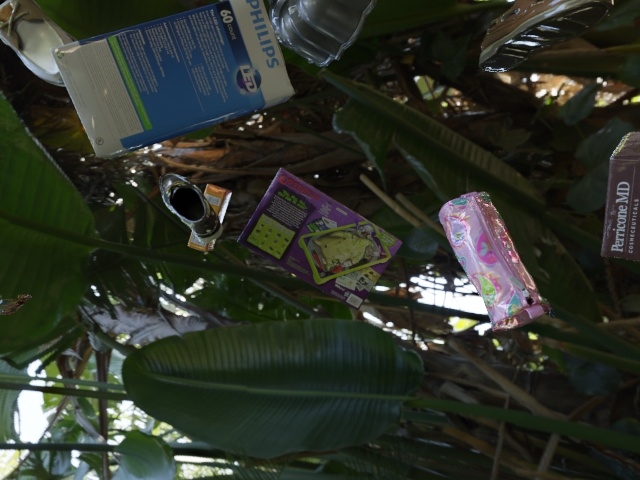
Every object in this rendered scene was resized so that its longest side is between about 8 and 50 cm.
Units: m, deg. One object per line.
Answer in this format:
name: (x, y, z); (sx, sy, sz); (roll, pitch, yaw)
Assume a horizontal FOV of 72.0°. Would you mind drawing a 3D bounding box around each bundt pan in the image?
bundt pan: (-0.006, -0.533, 0.884); (0.124, 0.331, 0.330); (7, -94, -31)

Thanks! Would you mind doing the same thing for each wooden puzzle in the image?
wooden puzzle: (-0.567, 0.120, 0.797); (0.006, 0.083, 0.049); (60, -167, 14)

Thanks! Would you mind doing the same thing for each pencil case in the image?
pencil case: (0.344, 0.039, 0.883); (0.124, 0.124, 0.284); (22, -137, -51)

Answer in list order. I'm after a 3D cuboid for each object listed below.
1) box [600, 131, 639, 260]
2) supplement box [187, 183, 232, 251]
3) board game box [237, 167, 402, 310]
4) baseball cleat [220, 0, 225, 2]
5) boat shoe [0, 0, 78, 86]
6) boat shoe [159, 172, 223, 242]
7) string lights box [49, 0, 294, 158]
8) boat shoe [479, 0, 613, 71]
box: (0.562, -0.066, 0.667); (0.167, 0.203, 0.168); (-33, -58, -43)
supplement box: (-0.394, -0.079, 1.574); (0.078, 0.080, 0.233); (-18, -51, -82)
board game box: (0.000, 0.000, 1.077); (0.347, 0.056, 0.208); (31, -78, -10)
baseball cleat: (-0.188, -0.559, 0.814); (0.072, 0.109, 0.205); (-43, -18, -41)
boat shoe: (-0.587, -0.419, 0.870); (0.113, 0.302, 0.103); (-48, -15, 1)
boat shoe: (-0.287, -0.088, 0.946); (0.081, 0.228, 0.068); (-39, -33, -14)
string lights box: (-0.180, -0.211, 0.573); (0.260, 0.077, 0.133); (-21, -78, -10)
boat shoe: (0.410, -0.428, 0.847); (0.111, 0.307, 0.104); (6, -89, -18)
